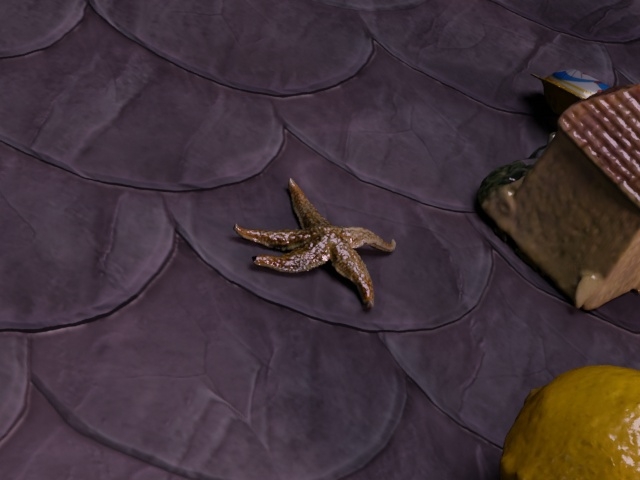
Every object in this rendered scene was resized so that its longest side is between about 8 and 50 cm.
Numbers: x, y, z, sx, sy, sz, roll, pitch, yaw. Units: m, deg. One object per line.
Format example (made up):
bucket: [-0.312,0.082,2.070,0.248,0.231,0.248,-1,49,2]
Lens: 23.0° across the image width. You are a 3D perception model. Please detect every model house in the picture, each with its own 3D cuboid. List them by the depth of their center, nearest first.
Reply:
model house: [0.402,-0.102,2.056,0.321,0.266,0.261,-21,62,-45]

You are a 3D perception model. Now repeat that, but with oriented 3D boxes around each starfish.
starfish: [0.001,-0.002,1.878,0.223,0.050,0.217,3,35,-36]

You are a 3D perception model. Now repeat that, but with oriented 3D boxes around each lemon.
lemon: [0.309,0.253,1.599,0.233,0.233,0.288,-15,56,-42]

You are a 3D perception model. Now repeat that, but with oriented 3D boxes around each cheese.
cheese: [0.421,-0.180,2.275,0.270,0.069,0.177,33,9,30]
